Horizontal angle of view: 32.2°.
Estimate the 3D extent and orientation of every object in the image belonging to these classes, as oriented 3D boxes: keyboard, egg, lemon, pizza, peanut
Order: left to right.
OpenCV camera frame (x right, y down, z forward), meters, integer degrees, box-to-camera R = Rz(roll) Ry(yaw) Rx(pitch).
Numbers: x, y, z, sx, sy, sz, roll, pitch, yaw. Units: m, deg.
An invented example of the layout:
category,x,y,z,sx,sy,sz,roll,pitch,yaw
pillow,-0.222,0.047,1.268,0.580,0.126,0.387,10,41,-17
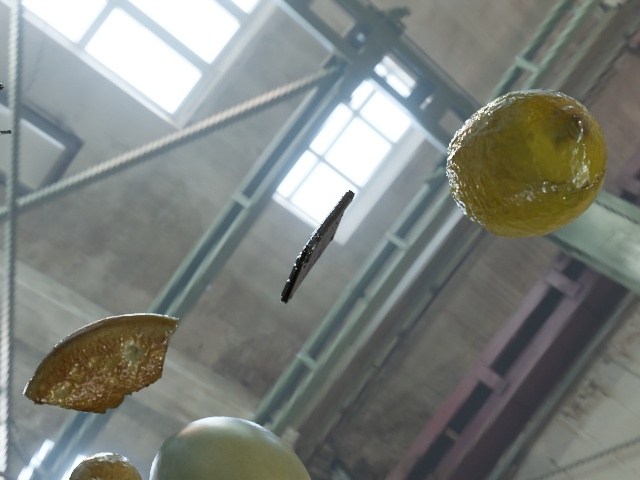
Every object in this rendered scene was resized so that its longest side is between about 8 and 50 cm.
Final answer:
category,x,y,z,sx,sy,sz,roll,pitch,yaw
pizza,-0.326,0.186,1.677,0.271,0.134,0.056,-35,-158,14
peanut,-0.365,0.432,1.878,0.137,0.122,0.253,-42,165,-22
egg,-0.108,0.315,1.353,0.253,0.186,0.186,26,-98,46
keyboard,0.000,0.000,1.676,0.101,0.018,0.309,-65,176,22
lemon,0.243,-0.089,1.315,0.193,0.180,0.180,-34,-140,24

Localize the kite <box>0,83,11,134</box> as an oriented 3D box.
category,x,y,z,sx,sy,sz,roll,pitch,yaw
kite,-0.545,-0.212,1.623,0.160,0.182,0.010,-12,-149,-8
